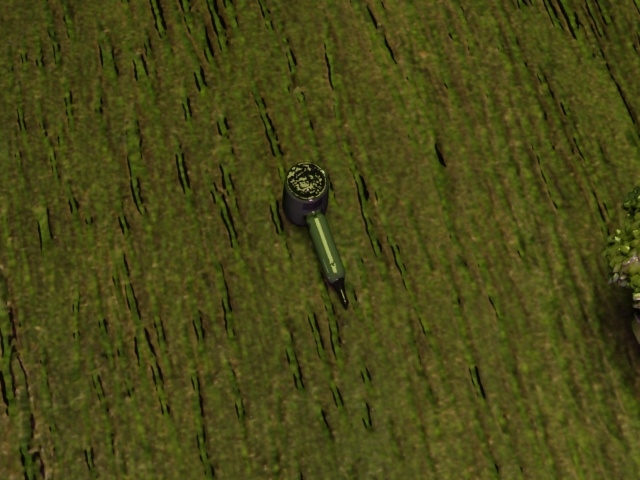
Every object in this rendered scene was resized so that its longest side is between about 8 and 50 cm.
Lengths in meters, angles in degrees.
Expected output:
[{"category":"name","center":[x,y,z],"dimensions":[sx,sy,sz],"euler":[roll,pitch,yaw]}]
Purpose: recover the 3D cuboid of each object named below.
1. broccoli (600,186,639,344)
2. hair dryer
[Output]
[{"category":"broccoli","center":[0.366,0.050,1.461],"dimensions":[0.176,0.226,0.198],"euler":[-11,3,37]},{"category":"hair dryer","center":[0.000,0.000,1.576],"dimensions":[0.047,0.071,0.150],"euler":[-16,72,-6]}]
